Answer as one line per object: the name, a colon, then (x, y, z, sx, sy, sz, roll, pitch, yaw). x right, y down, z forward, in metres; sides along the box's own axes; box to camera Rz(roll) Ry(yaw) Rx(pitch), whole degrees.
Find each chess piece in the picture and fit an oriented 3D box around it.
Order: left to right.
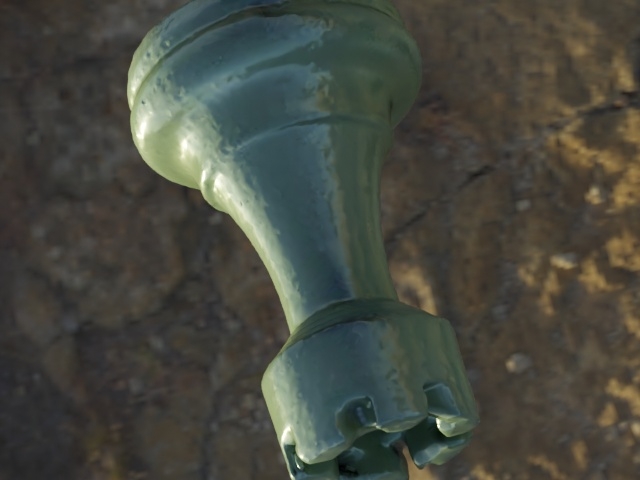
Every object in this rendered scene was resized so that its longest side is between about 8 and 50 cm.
chess piece: (0.000, 0.000, 1.153, 0.194, 0.194, 0.299, -36, 58, 35)
